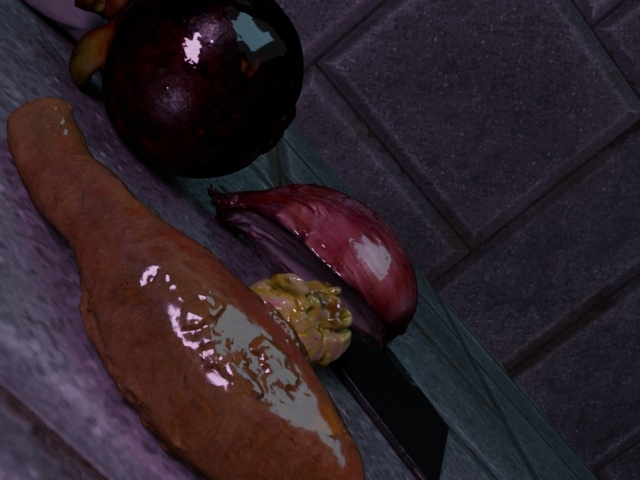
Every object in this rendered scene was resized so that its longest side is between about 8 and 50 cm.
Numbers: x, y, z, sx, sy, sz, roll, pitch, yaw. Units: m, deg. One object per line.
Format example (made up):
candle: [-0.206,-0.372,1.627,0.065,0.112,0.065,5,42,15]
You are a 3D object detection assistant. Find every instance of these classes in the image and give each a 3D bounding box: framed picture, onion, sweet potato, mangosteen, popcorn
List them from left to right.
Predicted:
sweet potato: [-0.107,0.037,0.540,0.385,0.109,0.109,47,7,18]
mangosteen: [-0.147,-0.191,0.882,0.265,0.228,0.228,36,10,-2]
popcorn: [-0.021,0.081,0.827,0.109,0.089,0.097,52,20,-14]
onion: [0.000,0.000,0.963,0.283,0.120,0.227,38,-16,5]
framed picture: [0.086,0.192,1.122,0.255,0.014,0.338,52,10,6]

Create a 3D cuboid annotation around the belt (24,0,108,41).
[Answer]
belt: [-0.253,-0.286,1.051,0.339,0.122,0.217,46,8,-39]
